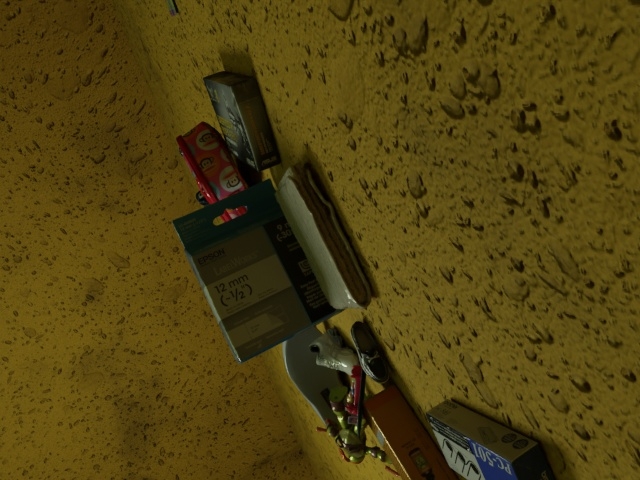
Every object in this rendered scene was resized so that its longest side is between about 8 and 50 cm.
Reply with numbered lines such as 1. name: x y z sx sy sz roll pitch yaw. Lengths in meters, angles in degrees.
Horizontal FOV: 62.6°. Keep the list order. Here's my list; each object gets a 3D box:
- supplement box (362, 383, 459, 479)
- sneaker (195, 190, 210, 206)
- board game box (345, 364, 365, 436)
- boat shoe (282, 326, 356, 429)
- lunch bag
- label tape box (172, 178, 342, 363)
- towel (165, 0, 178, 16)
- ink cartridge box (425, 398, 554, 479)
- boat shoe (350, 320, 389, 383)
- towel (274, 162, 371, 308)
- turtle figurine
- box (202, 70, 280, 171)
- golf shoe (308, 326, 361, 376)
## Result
1. supplement box: 0.168 0.391 0.973 0.233 0.078 0.080 55 161 34
2. sneaker: -0.354 -0.174 1.724 0.079 0.121 0.217 56 162 26
3. board game box: 0.069 0.304 1.062 0.133 0.033 0.168 77 -161 -59
4. boat shoe: -0.010 0.352 1.421 0.367 0.136 0.156 61 170 -23
5. lunch bag: -0.245 -0.142 1.377 0.258 0.120 0.293 55 174 25
6. label tape box: -0.136 0.048 1.119 0.347 0.249 0.115 63 164 7
7. towel: -0.397 -0.628 1.396 0.083 0.009 0.060 34 145 60
8. ink cartridge box: 0.223 0.287 0.700 0.097 0.046 0.207 65 164 -5
9. boat shoe: 0.094 0.212 1.007 0.038 0.046 0.125 87 162 -63
10. towel: 0.000 0.000 0.990 0.282 0.049 0.187 64 165 1
11. turtle figurine: 0.070 0.461 1.267 0.269 0.087 0.217 15 123 42
12. box: -0.173 -0.262 1.135 0.231 0.056 0.183 39 150 57
13. golf shoe: 0.037 0.278 1.211 0.176 0.086 0.069 39 148 55
